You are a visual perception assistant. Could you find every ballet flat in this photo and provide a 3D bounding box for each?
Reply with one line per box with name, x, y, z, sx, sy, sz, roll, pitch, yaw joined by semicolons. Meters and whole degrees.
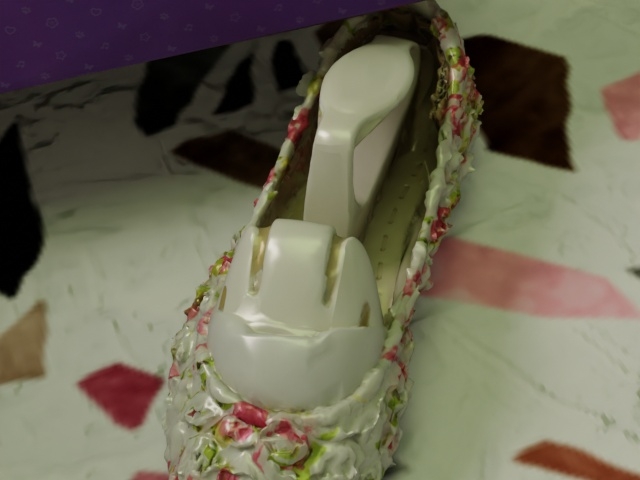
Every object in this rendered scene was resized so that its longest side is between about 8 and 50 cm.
ballet flat;0.000;0.000;0.494;0.091;0.077;0.241;9;52;10

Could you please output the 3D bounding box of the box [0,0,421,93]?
box;-0.103;-0.138;0.559;0.293;0.057;0.201;-13;41;-4
